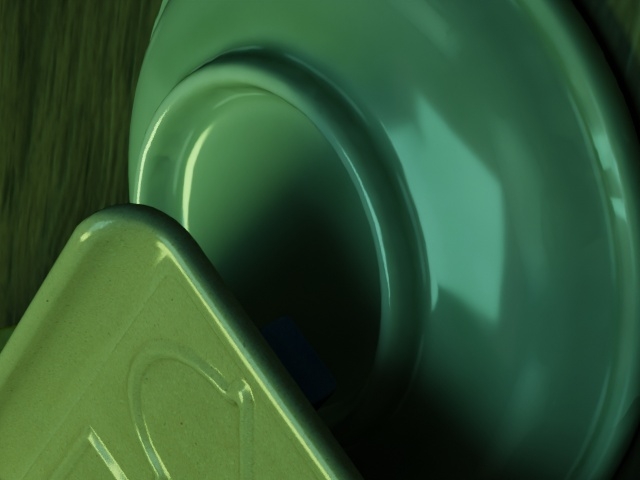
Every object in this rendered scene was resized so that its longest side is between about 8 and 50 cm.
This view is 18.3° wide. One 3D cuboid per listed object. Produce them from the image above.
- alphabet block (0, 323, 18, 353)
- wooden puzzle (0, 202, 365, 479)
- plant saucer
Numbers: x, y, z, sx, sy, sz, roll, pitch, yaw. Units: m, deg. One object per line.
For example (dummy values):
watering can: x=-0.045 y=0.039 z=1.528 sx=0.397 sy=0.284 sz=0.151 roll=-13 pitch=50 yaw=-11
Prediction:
alphabet block: x=-0.212 y=0.171 z=1.312 sx=0.193 sy=0.192 sz=0.197 roll=-28 pitch=83 yaw=47
wooden puzzle: x=-0.035 y=0.171 z=1.065 sx=0.348 sy=0.080 sz=0.322 roll=50 pitch=144 yaw=8
plant saucer: x=0.000 y=0.000 z=1.083 sx=0.400 sy=0.100 sz=0.400 roll=19 pitch=116 yaw=43
